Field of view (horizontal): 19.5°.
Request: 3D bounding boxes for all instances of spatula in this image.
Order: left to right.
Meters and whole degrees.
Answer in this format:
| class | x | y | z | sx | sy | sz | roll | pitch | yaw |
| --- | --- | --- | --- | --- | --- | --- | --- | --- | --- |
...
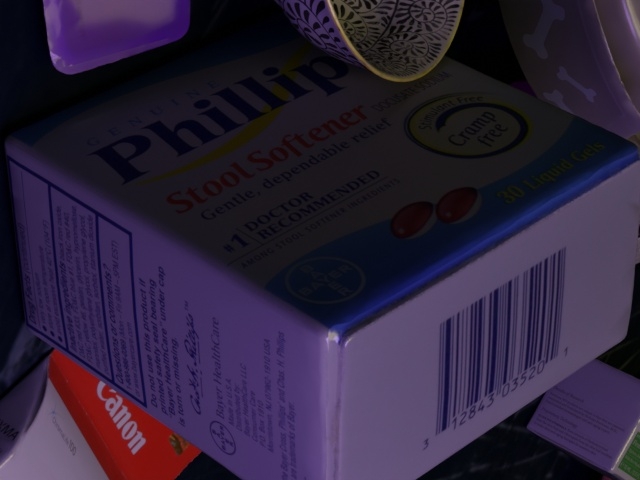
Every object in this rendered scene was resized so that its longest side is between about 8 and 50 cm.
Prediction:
| class | x | y | z | sx | sy | sz | roll | pitch | yaw |
| --- | --- | --- | --- | --- | --- | --- | --- | --- | --- |
| spatula | -0.052 | -0.186 | 1.165 | 0.296 | 0.030 | 0.084 | -31 | 127 | -39 |

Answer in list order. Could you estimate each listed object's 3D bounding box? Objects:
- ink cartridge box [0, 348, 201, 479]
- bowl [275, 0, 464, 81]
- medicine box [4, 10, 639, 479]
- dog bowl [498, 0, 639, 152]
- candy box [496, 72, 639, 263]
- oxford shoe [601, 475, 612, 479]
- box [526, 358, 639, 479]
| class | x | y | z | sx | sy | sz | roll | pitch | yaw |
| --- | --- | --- | --- | --- | --- | --- | --- | --- | --- |
| ink cartridge box | -0.162 | 0.166 | 1.241 | 0.232 | 0.066 | 0.189 | -41 | 137 | -18 |
| bowl | 0.014 | -0.180 | 1.140 | 0.170 | 0.080 | 0.170 | 1 | 89 | -55 |
| medicine box | 0.000 | 0.000 | 1.130 | 0.263 | 0.289 | 0.149 | -29 | 134 | -35 |
| dog bowl | 0.257 | -0.213 | 1.360 | 0.349 | 0.102 | 0.349 | 3 | 86 | -46 |
| candy box | 0.142 | -0.035 | 1.370 | 0.233 | 0.159 | 0.071 | -17 | 155 | -42 |
| oxford shoe | 0.392 | 0.181 | 1.798 | 0.348 | 0.130 | 0.123 | -42 | 139 | -30 |
| box | 0.264 | 0.166 | 1.681 | 0.101 | 0.102 | 0.087 | 35 | 83 | -51 |
